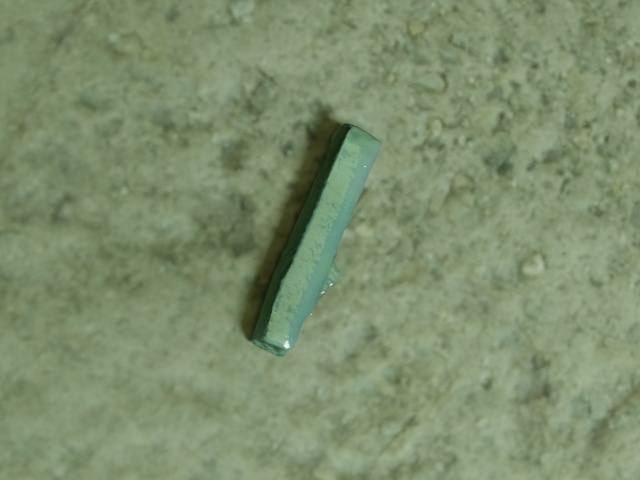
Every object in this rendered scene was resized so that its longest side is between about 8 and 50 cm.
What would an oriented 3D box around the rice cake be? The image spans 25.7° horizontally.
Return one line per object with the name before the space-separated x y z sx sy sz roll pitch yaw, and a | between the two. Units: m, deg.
rice cake | 0.000 0.000 1.029 0.042 0.030 0.180 27 75 -19
